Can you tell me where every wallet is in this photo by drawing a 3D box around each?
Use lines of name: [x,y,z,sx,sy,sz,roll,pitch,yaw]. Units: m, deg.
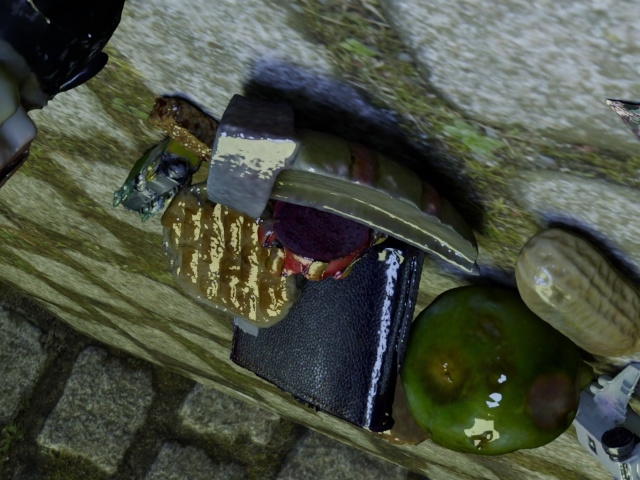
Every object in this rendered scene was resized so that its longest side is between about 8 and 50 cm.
wallet: [0.003,0.079,1.461,0.262,0.221,0.071,19,-163,40]

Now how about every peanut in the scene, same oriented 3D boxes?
peanut: [0.251,0.056,1.196,0.093,0.083,0.194,-7,145,42]

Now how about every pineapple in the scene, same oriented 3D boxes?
pineapple: [0.071,0.202,1.933,0.169,0.169,0.340,34,172,-27]

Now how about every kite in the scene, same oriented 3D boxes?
kite: [0.273,-0.065,0.892,0.156,0.011,0.139,27,168,2]

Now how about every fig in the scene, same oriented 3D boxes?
fig: [0.226,0.157,1.460,0.206,0.206,0.275,15,-176,40]

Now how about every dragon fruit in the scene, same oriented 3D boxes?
dragon fruit: [-0.005,-0.001,1.355,0.112,0.126,0.068,55,154,31]

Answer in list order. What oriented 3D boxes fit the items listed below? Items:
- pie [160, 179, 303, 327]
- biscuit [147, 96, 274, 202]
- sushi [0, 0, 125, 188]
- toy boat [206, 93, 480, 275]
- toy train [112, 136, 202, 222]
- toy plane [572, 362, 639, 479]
pie: [-0.102,0.013,1.445,0.195,0.046,0.195,19,128,27]
biscuit: [-0.103,-0.096,1.394,0.199,0.034,0.064,37,162,-31]
sushi: [-0.363,-0.189,1.030,0.328,0.285,0.328,18,163,35]
toy boat: [0.012,-0.059,1.199,0.293,0.111,0.276,14,173,13]
toy train: [-0.199,-0.079,1.545,0.060,0.081,0.202,30,158,-17]
toy plane: [0.367,0.241,1.542,0.255,0.101,0.251,34,148,53]
